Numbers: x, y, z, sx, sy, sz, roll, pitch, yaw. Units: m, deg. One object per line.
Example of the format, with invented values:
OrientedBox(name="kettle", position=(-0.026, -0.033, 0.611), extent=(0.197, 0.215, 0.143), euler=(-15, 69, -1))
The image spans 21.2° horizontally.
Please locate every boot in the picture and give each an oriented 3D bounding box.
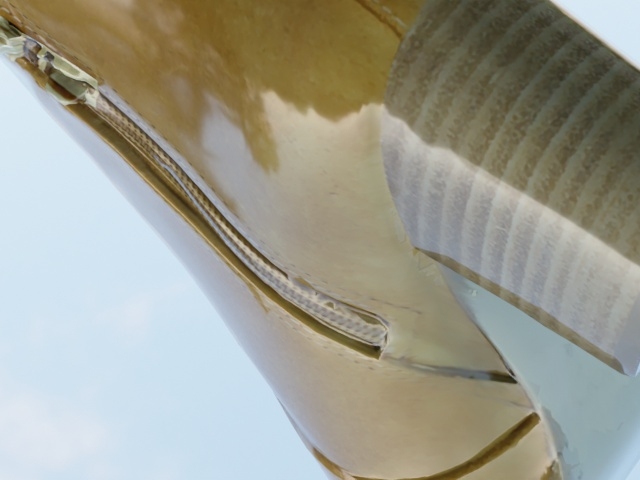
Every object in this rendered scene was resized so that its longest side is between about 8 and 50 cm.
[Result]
OrientedBox(name="boot", position=(-0.001, 0.000, 0.492), extent=(0.211, 0.295, 0.104), euler=(34, -117, 18))
